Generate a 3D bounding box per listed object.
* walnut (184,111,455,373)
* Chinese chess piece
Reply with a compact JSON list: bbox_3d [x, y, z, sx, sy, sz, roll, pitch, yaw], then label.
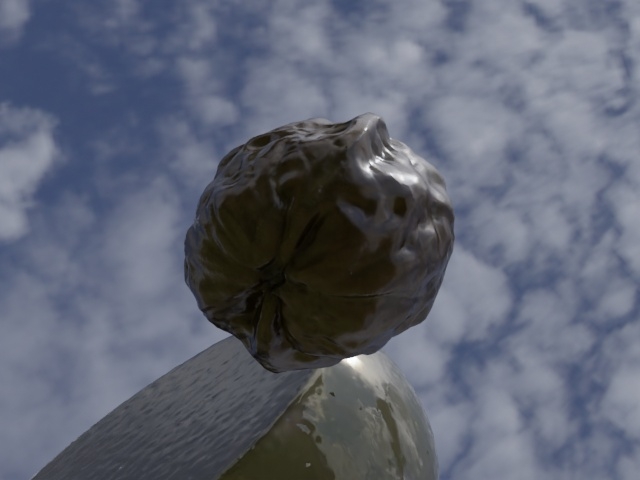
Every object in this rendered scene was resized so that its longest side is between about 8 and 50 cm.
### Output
[{"bbox_3d":[0.000,0.000,0.534,0.079,0.096,0.082,20,-70,9],"label":"walnut"},{"bbox_3d":[-0.066,0.147,0.892,0.273,0.273,0.102,-30,-77,21],"label":"Chinese chess piece"}]
